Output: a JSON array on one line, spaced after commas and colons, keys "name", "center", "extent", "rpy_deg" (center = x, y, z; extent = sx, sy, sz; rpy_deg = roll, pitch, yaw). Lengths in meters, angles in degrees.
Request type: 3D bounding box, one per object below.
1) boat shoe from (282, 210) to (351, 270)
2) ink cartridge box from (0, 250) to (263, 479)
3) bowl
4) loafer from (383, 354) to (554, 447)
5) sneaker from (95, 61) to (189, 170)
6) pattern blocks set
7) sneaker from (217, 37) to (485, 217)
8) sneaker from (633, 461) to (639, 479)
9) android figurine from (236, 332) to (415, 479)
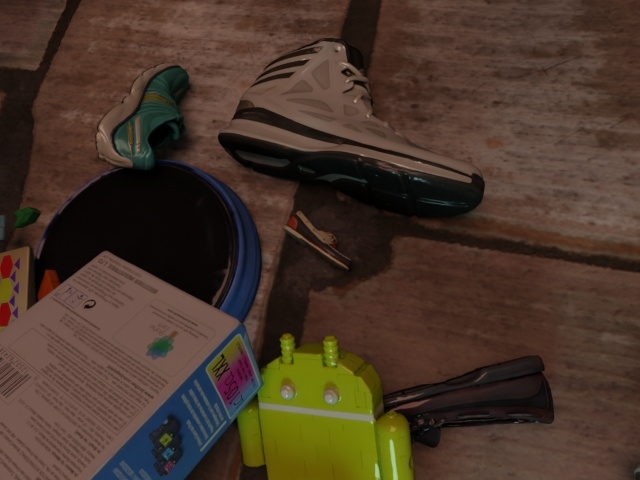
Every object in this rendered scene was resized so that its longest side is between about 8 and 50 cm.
[{"name": "boat shoe", "center": [0.000, 0.000, 0.891], "extent": [0.137, 0.049, 0.043], "rpy_deg": [35, 77, 25]}, {"name": "ink cartridge box", "center": [-0.298, 0.218, 0.623], "extent": [0.270, 0.151, 0.395], "rpy_deg": [21, 49, 31]}, {"name": "bowl", "center": [-0.296, 0.039, 0.912], "extent": [0.392, 0.077, 0.390], "rpy_deg": [-3, 69, 8]}, {"name": "loafer", "center": [0.169, 0.238, 0.742], "extent": [0.303, 0.109, 0.095], "rpy_deg": [-16, 73, 1]}, {"name": "sneaker", "center": [-0.293, -0.217, 0.975], "extent": [0.110, 0.107, 0.275], "rpy_deg": [17, 50, -1]}, {"name": "pattern blocks set", "center": [-0.507, 0.108, 0.891], "extent": [0.286, 0.026, 0.324], "rpy_deg": [0, 84, 34]}, {"name": "sneaker", "center": [0.069, -0.210, 0.890], "extent": [0.448, 0.169, 0.257], "rpy_deg": [18, 76, 18]}, {"name": "sneaker", "center": [0.528, 0.332, 0.652], "extent": [0.290, 0.106, 0.123], "rpy_deg": [34, 69, 12]}, {"name": "android figurine", "center": [0.001, 0.251, 0.714], "extent": [0.248, 0.056, 0.272], "rpy_deg": [0, 101, 26]}]
